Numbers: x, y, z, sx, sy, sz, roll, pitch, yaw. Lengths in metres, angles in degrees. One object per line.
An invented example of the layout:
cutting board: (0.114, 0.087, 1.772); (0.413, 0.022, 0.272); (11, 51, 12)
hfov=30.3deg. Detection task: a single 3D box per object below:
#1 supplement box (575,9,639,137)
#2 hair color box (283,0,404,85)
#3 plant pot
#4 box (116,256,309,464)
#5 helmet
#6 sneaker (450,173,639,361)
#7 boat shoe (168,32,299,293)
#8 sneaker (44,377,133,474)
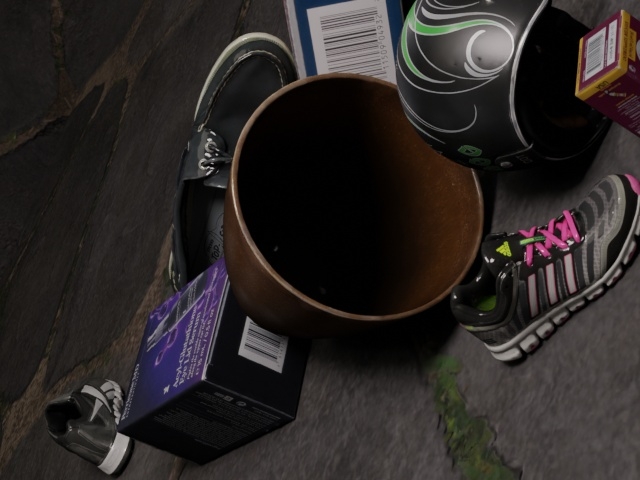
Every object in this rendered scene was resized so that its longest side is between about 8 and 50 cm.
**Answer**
supplement box: (0.220, -0.109, 0.809); (0.043, 0.083, 0.055); (-35, 36, 48)
hair color box: (0.015, -0.241, 1.211); (0.347, 0.105, 0.174); (-99, -1, -66)
plant pot: (0.000, 0.000, 1.051); (0.230, 0.215, 0.215); (131, 158, -63)
box: (-0.109, 0.127, 1.233); (0.207, 0.108, 0.153); (-35, 36, 48)
helmet: (0.138, -0.139, 0.922); (0.161, 0.169, 0.169); (21, 85, 51)
sneaker: (0.153, 0.014, 0.831); (0.170, 0.074, 0.063); (-50, 26, 29)
boat shoe: (-0.102, -0.061, 1.339); (0.113, 0.127, 0.340); (-99, 29, -65)
sneaker: (-0.317, 0.227, 1.576); (0.078, 0.106, 0.234); (-60, 23, 5)
